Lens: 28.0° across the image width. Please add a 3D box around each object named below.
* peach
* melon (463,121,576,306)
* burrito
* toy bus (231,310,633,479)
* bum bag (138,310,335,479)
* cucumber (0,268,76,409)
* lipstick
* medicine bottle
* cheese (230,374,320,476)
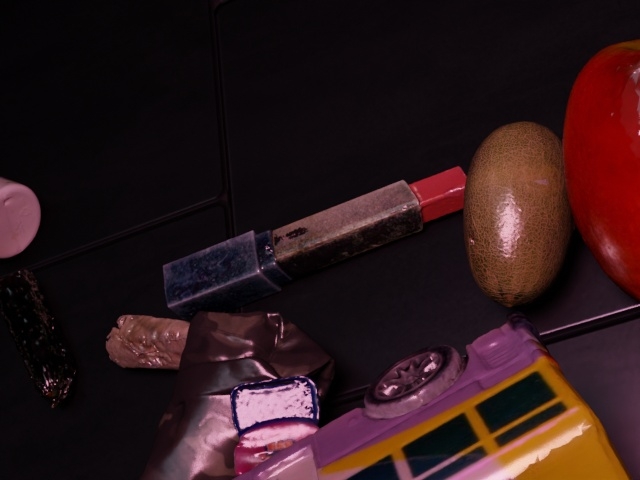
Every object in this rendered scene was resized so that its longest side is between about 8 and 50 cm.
[{"bbox_3d":[0.286,-0.052,1.015,0.190,0.226,0.196,-18,14,-16],"label":"peach"},{"bbox_3d":[0.167,-0.022,1.082,0.099,0.099,0.162,-5,66,28],"label":"melon"},{"bbox_3d":[-0.134,0.100,1.226,0.171,0.042,0.051,3,97,36],"label":"burrito"},{"bbox_3d":[0.014,0.264,0.869,0.440,0.209,0.249,-29,15,2],"label":"toy bus"},{"bbox_3d":[-0.111,0.216,1.126,0.144,0.095,0.340,23,84,26],"label":"bum bag"},{"bbox_3d":[-0.294,0.098,1.318,0.053,0.053,0.181,-37,56,9],"label":"cucumber"},{"bbox_3d":[0.000,0.000,1.201,0.312,0.051,0.051,-21,56,17],"label":"lipstick"},{"bbox_3d":[-0.400,-0.043,1.425,0.183,0.086,0.086,18,76,35],"label":"medicine bottle"},{"bbox_3d":[-0.024,0.234,1.050,0.155,0.062,0.244,-7,80,0],"label":"cheese"}]
